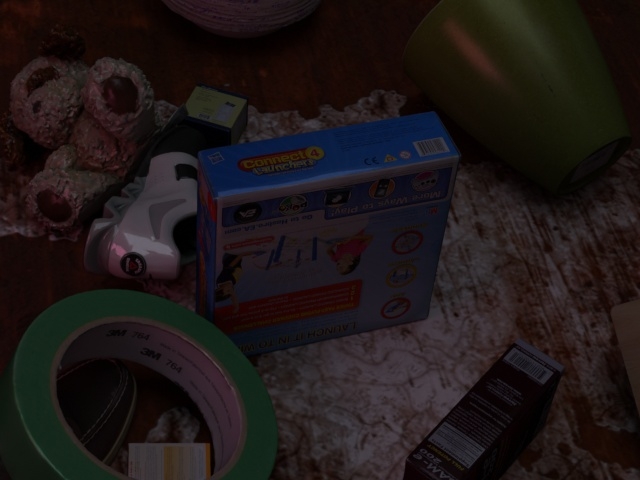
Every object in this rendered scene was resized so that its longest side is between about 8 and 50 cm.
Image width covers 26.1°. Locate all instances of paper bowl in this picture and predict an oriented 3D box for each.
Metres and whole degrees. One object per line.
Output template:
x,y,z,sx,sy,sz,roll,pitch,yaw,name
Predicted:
-0.128,-0.436,2.225,0.284,0.148,0.284,3,47,-4,paper bowl

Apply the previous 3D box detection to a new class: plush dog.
-0.337,-0.173,1.938,0.225,0.262,0.210,38,20,14,plush dog

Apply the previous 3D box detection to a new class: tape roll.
-0.206,0.202,1.574,0.321,0.077,0.321,20,41,-18,tape roll

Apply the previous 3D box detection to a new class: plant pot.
0.312,-0.220,2.022,0.274,0.275,0.294,-24,69,-26,plant pot

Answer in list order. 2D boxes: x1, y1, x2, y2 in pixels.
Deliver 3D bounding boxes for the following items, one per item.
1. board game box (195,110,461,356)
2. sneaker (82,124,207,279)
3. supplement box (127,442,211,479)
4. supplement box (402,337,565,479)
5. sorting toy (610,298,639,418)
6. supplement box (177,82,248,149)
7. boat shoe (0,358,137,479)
0.000,0.000,1.730,0.308,0.302,0.086,-10,49,-16,board game box
-0.187,-0.039,1.848,0.146,0.122,0.330,15,36,8,sneaker
-0.179,0.274,1.636,0.098,0.036,0.062,1,47,-7,supplement box
0.189,0.240,1.645,0.073,0.130,0.239,33,53,22,supplement box
0.520,0.176,1.709,0.257,0.089,0.256,-18,63,14,sorting toy
-0.159,-0.178,2.044,0.083,0.056,0.083,17,48,9,supplement box
-0.332,0.238,1.595,0.123,0.123,0.342,29,51,20,boat shoe
